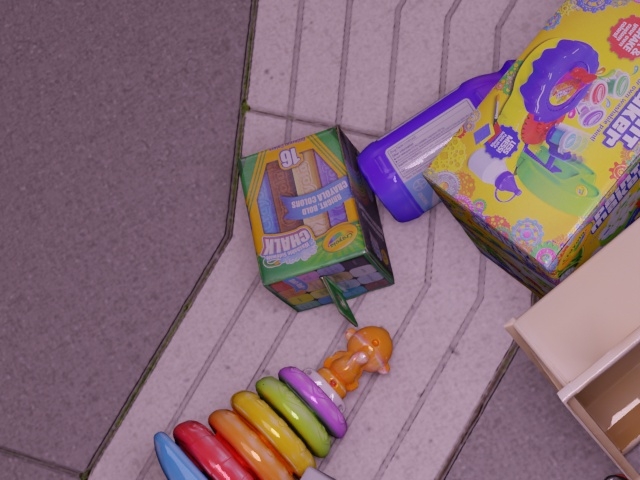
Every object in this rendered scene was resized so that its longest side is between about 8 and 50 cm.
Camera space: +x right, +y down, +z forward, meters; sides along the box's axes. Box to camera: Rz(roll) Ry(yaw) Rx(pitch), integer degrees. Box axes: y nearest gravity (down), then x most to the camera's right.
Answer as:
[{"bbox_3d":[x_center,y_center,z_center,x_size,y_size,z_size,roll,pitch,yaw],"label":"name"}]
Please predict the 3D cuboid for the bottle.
[{"bbox_3d":[0.183,-0.132,1.912,0.282,0.118,0.092,-33,65,5],"label":"bottle"}]

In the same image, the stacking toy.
[{"bbox_3d":[-0.034,0.204,1.870,0.302,0.166,0.175,-43,80,-10],"label":"stacking toy"}]

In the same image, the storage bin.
[{"bbox_3d":[0.362,0.098,1.688,0.262,0.260,0.123,-40,48,2],"label":"storage bin"}]

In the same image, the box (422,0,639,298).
[{"bbox_3d":[0.297,-0.088,1.770,0.177,0.279,0.290,39,87,25],"label":"box"}]

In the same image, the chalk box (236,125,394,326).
[{"bbox_3d":[0.000,0.000,1.922,0.132,0.132,0.213,-16,67,12],"label":"chalk box"}]

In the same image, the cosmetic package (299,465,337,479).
[{"bbox_3d":[0.035,0.403,1.777,0.224,0.138,0.224,28,83,25],"label":"cosmetic package"}]

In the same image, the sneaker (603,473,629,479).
[{"bbox_3d":[0.338,0.318,1.742,0.061,0.065,0.158,-34,65,6],"label":"sneaker"}]
